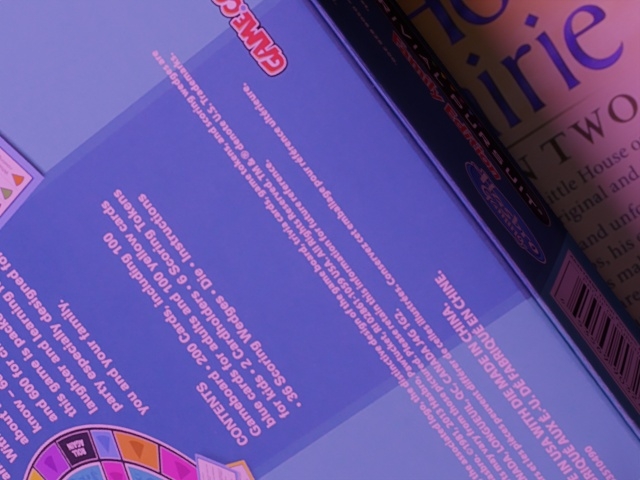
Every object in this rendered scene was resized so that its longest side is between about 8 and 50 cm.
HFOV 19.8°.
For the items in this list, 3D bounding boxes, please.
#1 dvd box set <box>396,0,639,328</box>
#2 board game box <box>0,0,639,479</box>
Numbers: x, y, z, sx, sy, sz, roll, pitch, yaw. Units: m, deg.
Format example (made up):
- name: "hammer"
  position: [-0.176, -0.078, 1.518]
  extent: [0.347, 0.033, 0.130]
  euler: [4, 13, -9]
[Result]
- name: "dvd box set"
  position: [0.161, 0.040, 0.608]
  extent: [0.307, 0.062, 0.420]
  euler: [-34, 94, 14]
- name: "board game box"
  position: [-0.091, 0.053, 0.590]
  extent: [0.336, 0.079, 0.254]
  euler: [-35, 94, 20]
